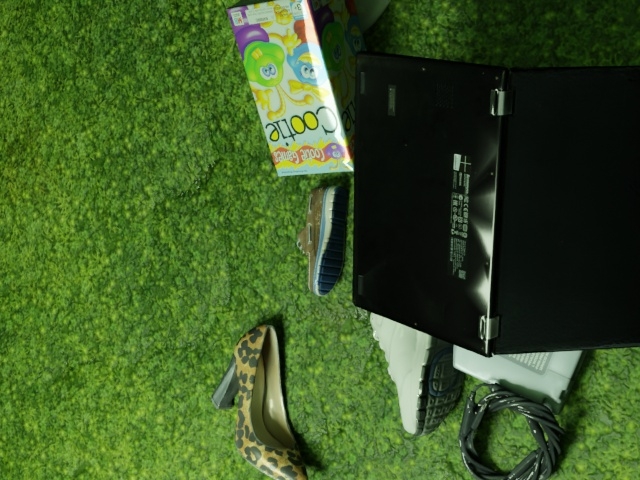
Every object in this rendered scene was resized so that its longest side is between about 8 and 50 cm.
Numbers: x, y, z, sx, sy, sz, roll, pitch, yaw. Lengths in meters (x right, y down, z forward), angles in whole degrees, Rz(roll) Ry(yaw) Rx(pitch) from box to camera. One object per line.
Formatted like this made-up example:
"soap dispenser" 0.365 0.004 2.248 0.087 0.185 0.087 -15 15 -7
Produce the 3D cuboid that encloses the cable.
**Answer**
"cable" 0.278 0.297 1.436 0.150 0.047 0.184 14 119 15

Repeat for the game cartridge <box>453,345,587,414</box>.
"game cartridge" 0.314 0.079 1.425 0.198 0.062 0.297 26 102 28

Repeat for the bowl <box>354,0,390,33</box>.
"bowl" -0.023 -0.470 1.586 0.298 0.134 0.298 -1 89 31

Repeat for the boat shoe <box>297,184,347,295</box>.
"boat shoe" 0.000 0.000 1.609 0.066 0.066 0.183 5 82 34

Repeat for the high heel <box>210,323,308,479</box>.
"high heel" -0.074 0.274 1.620 0.261 0.093 0.186 45 116 32

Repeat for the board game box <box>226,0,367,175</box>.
"board game box" -0.015 -0.255 1.505 0.144 0.142 0.275 -2 118 30

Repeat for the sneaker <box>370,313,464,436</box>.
"sneaker" 0.144 0.152 1.511 0.129 0.111 0.297 -7 79 41

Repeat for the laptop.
"laptop" 0.266 -0.060 1.339 0.408 0.236 0.382 18 114 44
